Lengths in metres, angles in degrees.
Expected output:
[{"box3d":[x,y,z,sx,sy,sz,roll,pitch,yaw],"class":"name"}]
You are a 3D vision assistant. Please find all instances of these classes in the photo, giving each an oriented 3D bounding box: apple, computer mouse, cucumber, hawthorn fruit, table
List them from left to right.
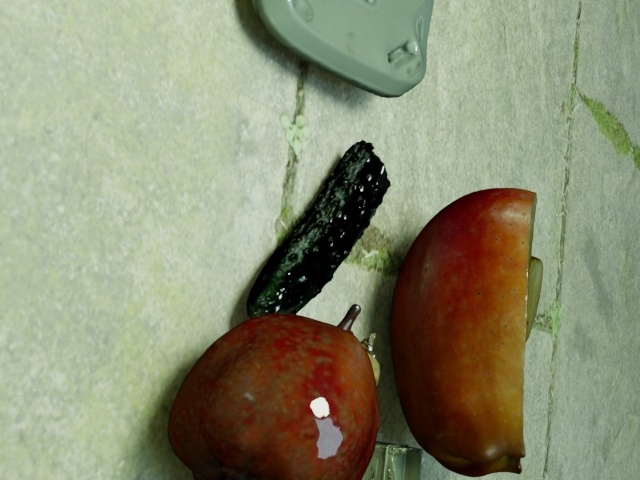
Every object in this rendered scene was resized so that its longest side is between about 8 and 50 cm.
[{"box3d":[-0.023,0.160,0.942,0.248,0.208,0.208,-48,130,-35],"class":"hawthorn fruit"},{"box3d":[0.000,0.000,1.100,0.303,0.072,0.081,-56,138,-40],"class":"cucumber"},{"box3d":[0.028,-0.286,1.121,0.331,0.095,0.197,16,76,-48],"class":"computer mouse"},{"box3d":[0.080,0.299,1.222,0.062,0.083,0.079,15,79,-58],"class":"table"},{"box3d":[0.233,0.130,1.284,0.328,0.295,0.365,23,65,-32],"class":"apple"}]

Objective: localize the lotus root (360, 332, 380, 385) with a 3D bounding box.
[{"box3d":[0.038,0.176,1.175,0.072,0.063,0.152,53,51,-31],"class":"lotus root"}]
